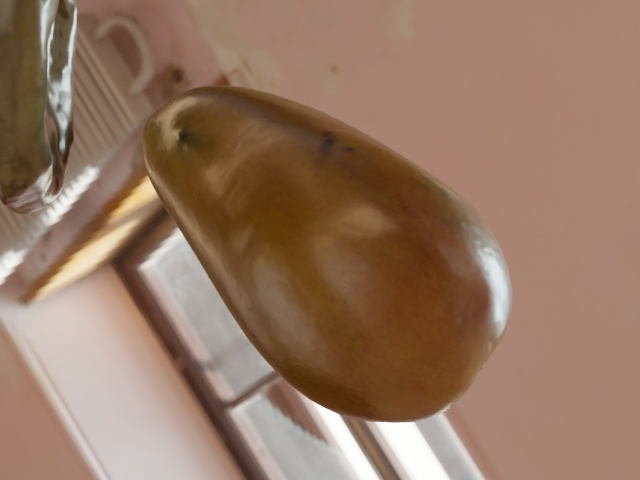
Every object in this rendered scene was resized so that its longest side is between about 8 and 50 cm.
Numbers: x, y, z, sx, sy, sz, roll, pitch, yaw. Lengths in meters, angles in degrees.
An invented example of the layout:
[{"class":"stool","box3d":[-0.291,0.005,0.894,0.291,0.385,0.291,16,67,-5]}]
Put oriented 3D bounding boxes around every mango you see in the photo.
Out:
[{"class":"mango","box3d":[0.000,0.000,0.971,0.173,0.317,0.211,-52,148,7]}]

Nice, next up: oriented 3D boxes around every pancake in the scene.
[{"class":"pancake","box3d":[-0.172,-0.156,0.835,0.049,0.294,0.294,0,167,-10]}]
